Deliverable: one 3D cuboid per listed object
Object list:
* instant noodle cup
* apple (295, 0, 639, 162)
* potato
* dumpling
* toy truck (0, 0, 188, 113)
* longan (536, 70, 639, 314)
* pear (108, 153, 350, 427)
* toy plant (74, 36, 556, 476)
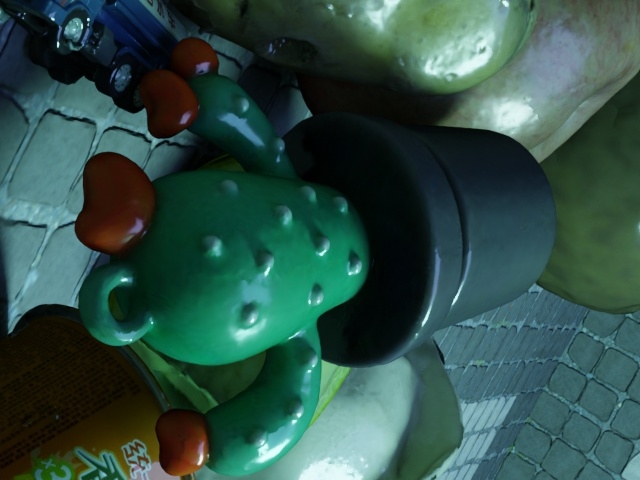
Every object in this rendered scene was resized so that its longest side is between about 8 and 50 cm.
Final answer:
[{"bbox_3d":[-0.225,0.183,0.997,0.182,0.230,0.230,-26,142,-43],"label":"instant noodle cup"},{"bbox_3d":[0.147,-0.189,1.260,0.345,0.269,0.345,-49,158,-27],"label":"apple"},{"bbox_3d":[0.023,-0.205,1.011,0.296,0.141,0.192,4,123,-17],"label":"potato"},{"bbox_3d":[0.017,0.186,1.485,0.341,0.260,0.181,-23,147,-57],"label":"dumpling"},{"bbox_3d":[-0.145,-0.146,0.916,0.088,0.074,0.201,-62,161,-6],"label":"toy truck"},{"bbox_3d":[0.404,-0.111,1.808,0.404,0.404,0.436,-44,163,-35],"label":"longan"},{"bbox_3d":[-0.053,0.058,1.282,0.286,0.176,0.282,-54,162,-14],"label":"pear"},{"bbox_3d":[-0.002,0.013,0.990,0.400,0.185,0.280,-9,116,-47],"label":"toy plant"}]
